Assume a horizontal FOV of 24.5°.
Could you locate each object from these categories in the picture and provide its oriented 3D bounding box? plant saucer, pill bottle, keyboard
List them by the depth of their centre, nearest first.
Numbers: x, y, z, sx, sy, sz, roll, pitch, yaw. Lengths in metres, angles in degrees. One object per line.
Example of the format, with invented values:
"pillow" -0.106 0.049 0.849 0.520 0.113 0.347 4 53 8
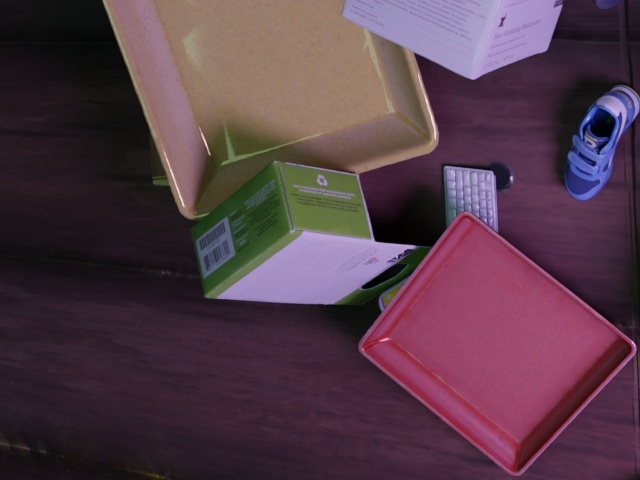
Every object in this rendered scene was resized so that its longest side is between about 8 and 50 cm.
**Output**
"plant saucer" -0.059 -0.225 1.773 0.332 0.081 0.333 -16 105 9
"plant saucer" 0.212 0.120 1.776 0.258 0.048 0.259 39 124 6
"keyboard" 0.188 0.035 1.809 0.072 0.014 0.256 7 110 34
"pill bottle" 0.115 0.067 1.853 0.083 0.043 0.043 -35 84 39

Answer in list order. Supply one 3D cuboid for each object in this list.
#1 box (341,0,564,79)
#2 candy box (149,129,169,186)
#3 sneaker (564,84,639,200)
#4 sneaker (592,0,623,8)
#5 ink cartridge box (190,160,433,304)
"box" 0.153 -0.278 1.615 0.182 0.181 0.119 30 121 24
"candy box" -0.134 -0.221 1.904 0.183 0.087 0.316 9 111 32
"sneaker" 0.305 -0.106 1.645 0.053 0.059 0.144 31 123 21
"sneaker" 0.337 -0.395 1.497 0.131 0.112 0.319 41 119 24
"ink cartridge box" 0.000 0.000 1.807 0.189 0.255 0.097 -35 59 42
